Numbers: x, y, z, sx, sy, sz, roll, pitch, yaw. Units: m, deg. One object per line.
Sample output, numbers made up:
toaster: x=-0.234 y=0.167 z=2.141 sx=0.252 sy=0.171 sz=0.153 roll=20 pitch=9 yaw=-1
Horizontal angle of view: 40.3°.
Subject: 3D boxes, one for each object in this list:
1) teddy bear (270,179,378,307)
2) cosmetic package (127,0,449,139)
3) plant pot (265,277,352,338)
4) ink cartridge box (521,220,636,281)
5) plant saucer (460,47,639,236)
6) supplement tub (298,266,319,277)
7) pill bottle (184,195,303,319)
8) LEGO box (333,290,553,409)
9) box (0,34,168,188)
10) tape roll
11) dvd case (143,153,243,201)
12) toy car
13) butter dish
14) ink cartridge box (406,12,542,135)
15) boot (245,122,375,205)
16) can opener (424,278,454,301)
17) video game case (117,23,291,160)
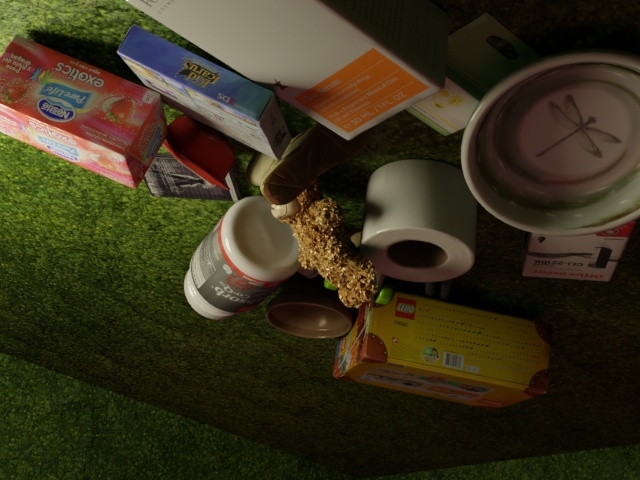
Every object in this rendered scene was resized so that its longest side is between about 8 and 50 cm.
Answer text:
teddy bear: x=0.000 y=0.000 z=1.834 sx=0.338 sy=0.113 sz=0.245 roll=61 pitch=166 yaw=-12
cosmetic package: x=-0.037 y=-0.357 z=1.340 sx=0.453 sy=0.161 sz=0.230 roll=28 pitch=146 yaw=-31
plant pot: x=-0.027 y=0.174 z=2.376 sx=0.237 sy=0.109 sz=0.237 roll=6 pitch=152 yaw=3
ink cartridge box: x=0.540 y=-0.024 z=1.851 sx=0.197 sy=0.114 sz=0.273 roll=3 pitch=152 yaw=8
plant saucer: x=0.449 y=-0.181 z=1.537 sx=0.401 sy=0.100 sz=0.400 roll=3 pitch=133 yaw=4
supplement tub: x=-0.049 y=0.043 z=2.181 sx=0.071 sy=0.071 sz=0.107 roll=-17 pitch=144 yaw=39
pill bottle: x=-0.192 y=0.055 z=2.094 sx=0.210 sy=0.210 sz=0.363 roll=19 pitch=150 yaw=-18
LEGO box: x=0.324 y=0.307 z=2.388 sx=0.500 sy=0.193 sz=0.372 roll=13 pitch=161 yaw=-8
box: x=-0.451 y=-0.234 z=1.612 sx=0.300 sy=0.142 sz=0.154 roll=23 pitch=160 yaw=5
tape roll: x=0.211 y=-0.039 z=1.854 sx=0.246 sy=0.169 sz=0.246 roll=7 pitch=153 yaw=4
dvd case: x=-0.294 y=-0.143 z=1.957 sx=0.221 sy=0.018 sz=0.164 roll=4 pitch=151 yaw=9
toy car: x=0.097 y=0.039 z=2.034 sx=0.155 sy=0.188 sz=0.149 roll=17 pitch=117 yaw=-13
butter dish: x=-0.233 y=-0.199 z=1.747 sx=0.160 sy=0.118 sz=0.160 roll=37 pitch=-176 yaw=-43
ink cartridge box: x=0.250 y=-0.281 z=1.518 sx=0.171 sy=0.056 sz=0.235 roll=28 pitch=148 yaw=-32
boot: x=-0.026 y=-0.182 z=1.711 sx=0.095 sy=0.262 sz=0.203 roll=49 pitch=177 yaw=-21
can opener: x=0.294 y=0.098 z=2.162 sx=0.076 sy=0.095 sz=0.283 roll=5 pitch=152 yaw=8
video game case: x=-0.191 y=-0.251 z=1.513 sx=0.270 sy=0.061 sz=0.244 roll=27 pitch=175 yaw=9
